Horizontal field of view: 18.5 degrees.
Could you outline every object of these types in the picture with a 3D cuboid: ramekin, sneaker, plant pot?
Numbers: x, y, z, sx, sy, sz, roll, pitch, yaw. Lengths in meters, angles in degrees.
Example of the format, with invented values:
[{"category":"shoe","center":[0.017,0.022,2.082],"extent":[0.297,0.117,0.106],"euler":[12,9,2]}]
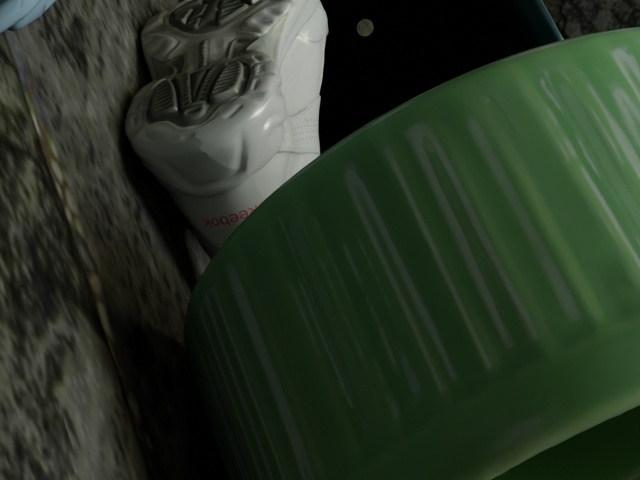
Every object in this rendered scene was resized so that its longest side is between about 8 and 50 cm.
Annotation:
[{"category":"ramekin","center":[0.091,0.046,0.812],"extent":[0.148,0.303,0.303],"euler":[65,7,22]},{"category":"sneaker","center":[-0.037,-0.053,0.966],"extent":[0.232,0.090,0.115],"euler":[-74,149,-60]},{"category":"plant pot","center":[0.032,-0.142,1.238],"extent":[0.165,0.165,0.234],"euler":[59,1,-17]}]

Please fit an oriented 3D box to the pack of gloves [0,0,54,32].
[{"category":"pack of gloves","center":[-0.083,-0.199,0.711],"extent":[0.232,0.046,0.195],"euler":[-58,166,-28]}]
